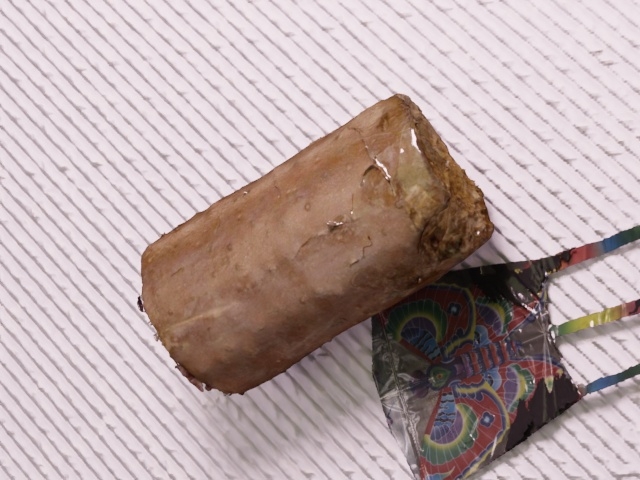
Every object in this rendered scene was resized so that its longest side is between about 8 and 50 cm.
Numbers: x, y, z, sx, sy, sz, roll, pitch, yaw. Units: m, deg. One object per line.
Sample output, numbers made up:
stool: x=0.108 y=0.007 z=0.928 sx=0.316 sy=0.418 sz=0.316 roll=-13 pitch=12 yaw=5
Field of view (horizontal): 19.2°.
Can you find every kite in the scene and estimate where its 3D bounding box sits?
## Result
kite: x=0.158 y=0.057 z=1.257 sx=0.285 sy=0.015 sz=0.152 roll=-23 pitch=72 yaw=23

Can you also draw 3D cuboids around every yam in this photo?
yam: x=-0.001 y=0.000 z=1.291 sx=0.238 sy=0.128 sz=0.129 roll=-33 pitch=95 yaw=24
